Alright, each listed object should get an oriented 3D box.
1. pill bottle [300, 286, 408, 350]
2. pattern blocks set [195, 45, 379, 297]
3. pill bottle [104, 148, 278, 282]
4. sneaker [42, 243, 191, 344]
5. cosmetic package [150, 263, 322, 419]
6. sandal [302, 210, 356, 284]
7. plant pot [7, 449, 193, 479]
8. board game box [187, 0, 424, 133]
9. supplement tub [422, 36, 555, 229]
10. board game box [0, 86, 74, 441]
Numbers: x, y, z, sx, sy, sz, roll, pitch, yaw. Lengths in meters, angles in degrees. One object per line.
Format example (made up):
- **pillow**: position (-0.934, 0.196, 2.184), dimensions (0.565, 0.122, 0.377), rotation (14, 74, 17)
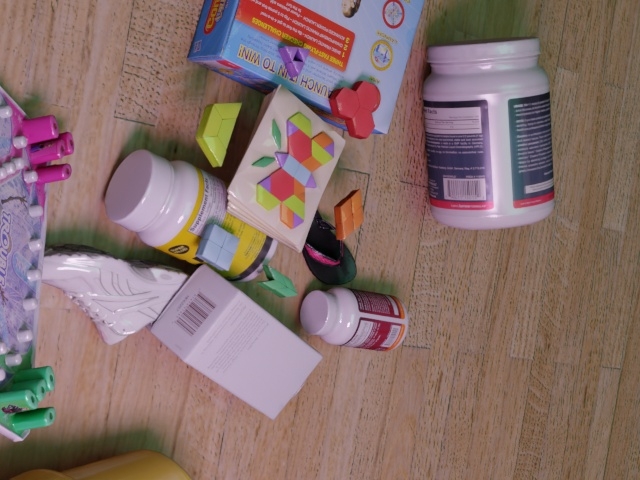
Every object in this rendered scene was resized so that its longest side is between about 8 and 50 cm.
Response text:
- **pill bottle**: position (0.048, 0.113, 1.756), dimensions (0.152, 0.086, 0.086), rotation (12, 88, -39)
- **pattern blocks set**: position (-0.041, -0.093, 1.559), dimensions (0.285, 0.026, 0.325), rotation (21, 76, -39)
- **pill bottle**: position (-0.164, -0.032, 1.547), dimensions (0.208, 0.119, 0.119), rotation (27, 79, -37)
- **sneaker**: position (-0.266, 0.072, 1.500), dimensions (0.232, 0.090, 0.115), rotation (15, 90, -38)
- **cosmetic package**: position (-0.106, 0.137, 1.589), dimensions (0.117, 0.085, 0.231), rotation (-51, 142, -5)
- **sandal**: position (0.000, 0.000, 1.732), dimensions (0.067, 0.040, 0.179), rotation (-49, 122, -23)
- **plant pot**: position (-0.267, 0.373, 1.450), dimensions (0.239, 0.254, 0.254), rotation (-25, 111, -49)
- **board game box**: position (0.000, -0.337, 1.661), dimensions (0.308, 0.086, 0.302), rotation (21, 83, -38)
- **supplement tub**: position (0.253, -0.164, 1.817), dimensions (0.191, 0.191, 0.272), rotation (-13, 104, -37)
- **board game box**: position (-0.365, -0.043, 1.217), dimensions (0.390, 0.050, 0.390), rotation (57, 26, -57)
